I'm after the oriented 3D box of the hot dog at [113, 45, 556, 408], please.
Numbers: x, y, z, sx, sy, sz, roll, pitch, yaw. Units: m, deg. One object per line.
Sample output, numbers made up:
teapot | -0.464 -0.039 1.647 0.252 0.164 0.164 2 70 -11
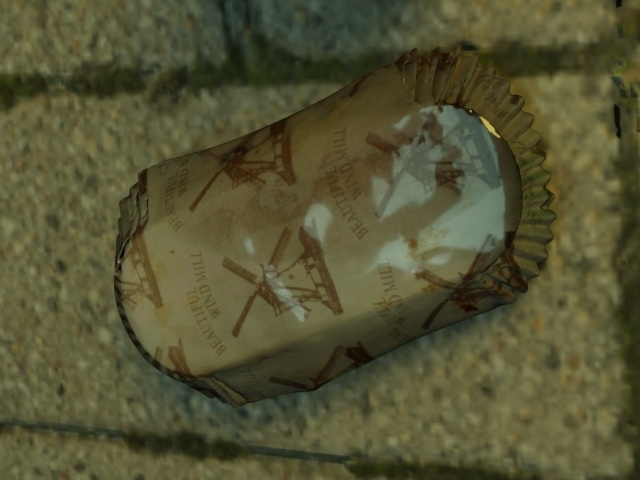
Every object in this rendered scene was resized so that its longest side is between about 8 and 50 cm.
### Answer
hot dog | 0.000 0.000 0.527 0.191 0.059 0.108 -22 93 28
